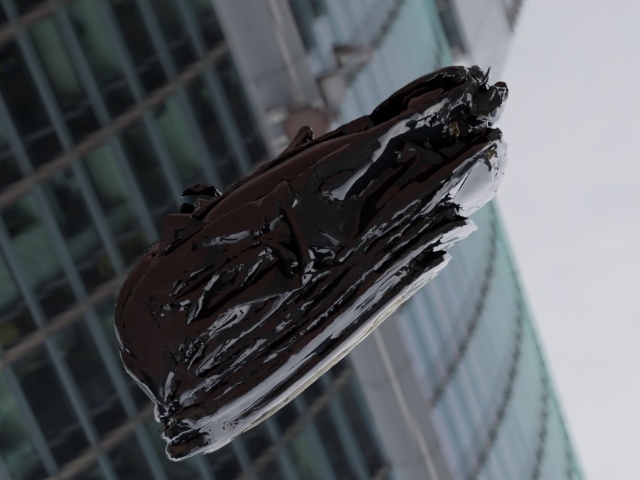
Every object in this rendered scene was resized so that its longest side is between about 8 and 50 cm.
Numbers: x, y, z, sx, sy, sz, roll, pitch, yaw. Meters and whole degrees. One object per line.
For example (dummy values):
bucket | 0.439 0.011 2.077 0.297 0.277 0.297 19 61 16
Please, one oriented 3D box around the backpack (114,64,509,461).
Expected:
backpack | 0.000 0.000 0.965 0.258 0.133 0.206 -34 179 2
